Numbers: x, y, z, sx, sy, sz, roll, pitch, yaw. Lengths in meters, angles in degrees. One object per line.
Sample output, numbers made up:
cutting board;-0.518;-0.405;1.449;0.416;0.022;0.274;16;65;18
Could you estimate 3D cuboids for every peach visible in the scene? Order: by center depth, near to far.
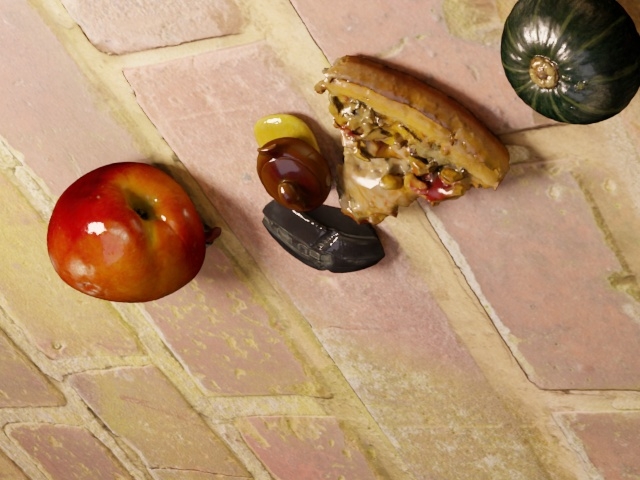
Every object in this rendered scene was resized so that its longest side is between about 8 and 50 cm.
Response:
peach;-0.287;-0.006;2.013;0.244;0.199;0.243;8;150;5

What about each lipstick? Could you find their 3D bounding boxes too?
lipstick;-0.189;0.005;2.103;0.030;0.030;0.129;39;142;-14

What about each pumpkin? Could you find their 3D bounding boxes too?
pumpkin;0.277;-0.205;1.485;0.167;0.125;0.167;17;121;31

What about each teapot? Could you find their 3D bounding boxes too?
teapot;-0.041;-0.086;1.809;0.098;0.078;0.129;-9;131;26

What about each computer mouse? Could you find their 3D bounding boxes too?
computer mouse;0.000;0.000;1.954;0.192;0.062;0.105;18;142;11

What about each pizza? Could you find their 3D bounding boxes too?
pizza;0.075;-0.128;1.751;0.288;0.074;0.251;-23;118;44

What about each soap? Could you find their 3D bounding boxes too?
soap;-0.031;-0.110;1.866;0.089;0.033;0.168;-2;135;33
